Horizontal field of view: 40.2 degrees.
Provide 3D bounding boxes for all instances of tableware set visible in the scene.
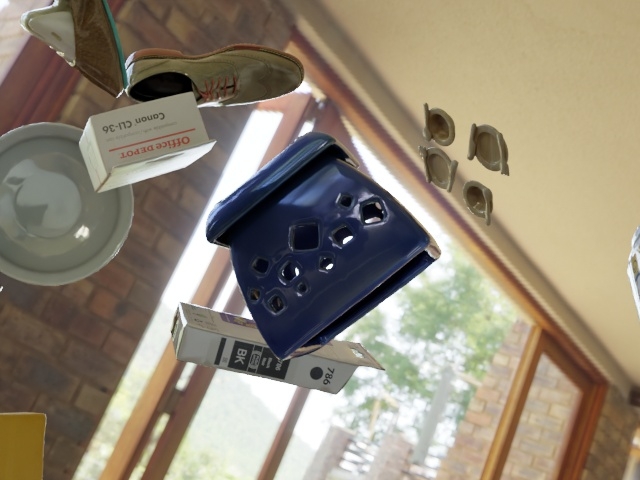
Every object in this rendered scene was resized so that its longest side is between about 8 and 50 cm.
[{"bbox_3d":[0.189,-0.107,1.177,0.168,0.020,0.141,36,-37,40],"label":"tableware set"}]

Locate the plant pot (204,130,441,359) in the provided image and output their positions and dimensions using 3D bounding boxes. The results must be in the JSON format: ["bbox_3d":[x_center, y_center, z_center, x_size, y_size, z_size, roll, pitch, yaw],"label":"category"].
[{"bbox_3d":[0.000,0.000,1.132,0.212,0.236,0.236,53,7,11],"label":"plant pot"}]

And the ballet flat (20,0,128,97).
[{"bbox_3d":[-0.360,-0.355,1.201,0.116,0.124,0.342,29,-48,50],"label":"ballet flat"}]

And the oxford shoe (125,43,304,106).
[{"bbox_3d":[-0.201,-0.294,1.672,0.348,0.130,0.123,-4,-55,-4],"label":"oxford shoe"}]

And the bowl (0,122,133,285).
[{"bbox_3d":[-0.507,-0.066,1.643,0.297,0.298,0.134,29,-8,-16],"label":"bowl"}]

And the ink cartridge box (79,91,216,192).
[{"bbox_3d":[-0.192,-0.107,0.953,0.198,0.115,0.067,-9,-81,70],"label":"ink cartridge box"}]

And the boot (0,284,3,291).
[{"bbox_3d":[-0.535,0.102,1.342,0.045,0.099,0.121,34,-17,-18],"label":"boot"}]

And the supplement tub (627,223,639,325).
[{"bbox_3d":[0.432,0.059,0.996,0.144,0.200,0.144,5,-55,7],"label":"supplement tub"}]

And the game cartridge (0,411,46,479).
[{"bbox_3d":[-0.516,0.407,1.227,0.052,0.324,0.285,-5,-11,29],"label":"game cartridge"}]

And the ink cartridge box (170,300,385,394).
[{"bbox_3d":[-0.074,0.180,1.426,0.332,0.065,0.165,14,5,-14],"label":"ink cartridge box"}]
